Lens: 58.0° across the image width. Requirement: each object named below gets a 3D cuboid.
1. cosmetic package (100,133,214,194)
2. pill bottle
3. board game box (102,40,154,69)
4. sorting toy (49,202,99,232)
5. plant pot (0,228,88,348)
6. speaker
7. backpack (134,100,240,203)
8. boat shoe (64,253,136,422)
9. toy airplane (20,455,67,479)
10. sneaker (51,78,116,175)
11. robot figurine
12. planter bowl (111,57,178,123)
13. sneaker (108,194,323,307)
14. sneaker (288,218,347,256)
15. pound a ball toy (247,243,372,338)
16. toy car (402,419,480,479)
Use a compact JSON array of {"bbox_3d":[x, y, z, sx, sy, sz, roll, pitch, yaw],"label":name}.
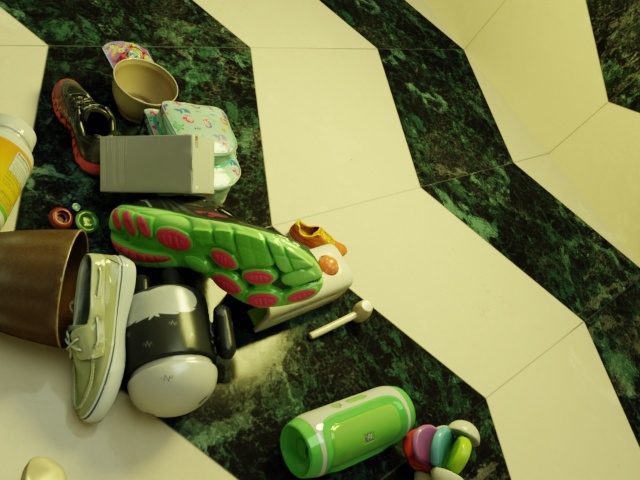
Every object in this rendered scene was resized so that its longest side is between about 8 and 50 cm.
[{"bbox_3d":[-0.354,-0.162,1.253,0.237,0.127,0.107,4,4,16],"label":"cosmetic package"},{"bbox_3d":[-0.656,-0.136,1.140,0.136,0.136,0.246,21,47,-21],"label":"pill bottle"},{"bbox_3d":[-0.520,-0.508,1.608,0.133,0.033,0.169,-15,67,-41],"label":"board game box"},{"bbox_3d":[-0.531,-0.045,1.233,0.101,0.042,0.061,14,64,-42],"label":"sorting toy"},{"bbox_3d":[-0.556,0.071,1.020,0.230,0.215,0.216,8,51,-12],"label":"plant pot"},{"bbox_3d":[0.064,0.402,1.228,0.296,0.131,0.131,-7,61,-39],"label":"speaker"},{"bbox_3d":[-0.314,-0.206,1.411,0.225,0.191,0.254,-2,62,-40],"label":"backpack"},{"bbox_3d":[-0.412,0.170,1.041,0.094,0.109,0.303,19,68,-44],"label":"boat shoe"},{"bbox_3d":[-0.391,0.518,0.756,0.385,0.272,0.386,56,8,1],"label":"toy airplane"},{"bbox_3d":[-0.546,-0.290,1.344,0.097,0.135,0.276,-12,63,-39],"label":"sneaker"},{"bbox_3d":[-0.292,0.197,1.111,0.173,0.209,0.278,18,45,-45],"label":"robot figurine"},{"bbox_3d":[-0.462,-0.371,1.484,0.162,0.109,0.162,20,47,-22],"label":"planter bowl"},{"bbox_3d":[-0.209,-0.009,1.227,0.482,0.185,0.202,19,35,13],"label":"sneaker"},{"bbox_3d":[0.000,0.000,1.546,0.175,0.067,0.064,22,45,-22],"label":"sneaker"},{"bbox_3d":[-0.020,0.127,1.380,0.319,0.136,0.208,-16,67,-41],"label":"pound a ball toy"},{"bbox_3d":[0.254,0.466,1.275,0.136,0.182,0.159,34,58,-2],"label":"toy car"}]
